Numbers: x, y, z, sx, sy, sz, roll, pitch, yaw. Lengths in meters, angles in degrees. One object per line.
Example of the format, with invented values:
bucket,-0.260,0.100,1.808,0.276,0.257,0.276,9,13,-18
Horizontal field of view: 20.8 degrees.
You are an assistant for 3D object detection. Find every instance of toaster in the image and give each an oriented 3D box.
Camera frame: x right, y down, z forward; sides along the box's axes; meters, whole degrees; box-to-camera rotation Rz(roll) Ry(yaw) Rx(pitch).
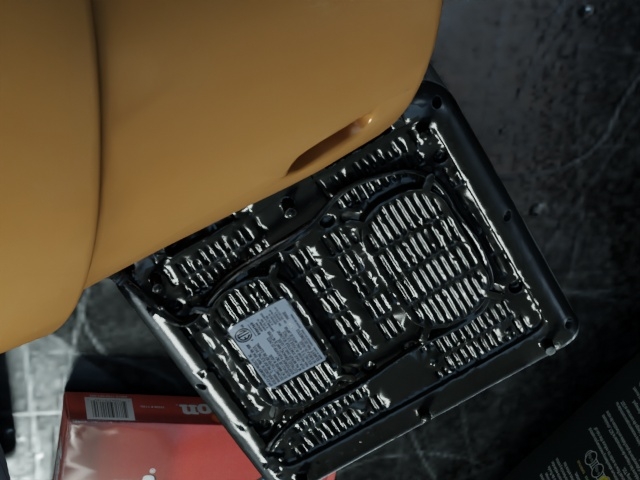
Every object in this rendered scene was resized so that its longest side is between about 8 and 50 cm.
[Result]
toaster,0.000,0.000,0.788,0.168,0.110,0.186,-30,124,5

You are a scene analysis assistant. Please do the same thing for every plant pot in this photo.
plant pot,-0.091,-0.112,0.614,0.203,0.291,0.291,-14,125,-25

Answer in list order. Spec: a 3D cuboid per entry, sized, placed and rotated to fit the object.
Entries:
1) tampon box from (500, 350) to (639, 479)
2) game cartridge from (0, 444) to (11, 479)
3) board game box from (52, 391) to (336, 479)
tampon box,0.175,0.162,0.937,0.120,0.101,0.161,36,108,-29
game cartridge,-0.290,0.121,0.773,0.294,0.060,0.196,-10,153,-7
board game box,-0.082,0.204,0.947,0.145,0.027,0.281,3,121,-14
